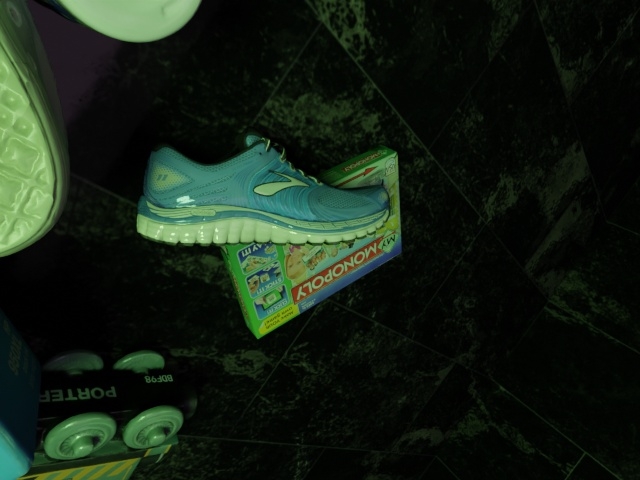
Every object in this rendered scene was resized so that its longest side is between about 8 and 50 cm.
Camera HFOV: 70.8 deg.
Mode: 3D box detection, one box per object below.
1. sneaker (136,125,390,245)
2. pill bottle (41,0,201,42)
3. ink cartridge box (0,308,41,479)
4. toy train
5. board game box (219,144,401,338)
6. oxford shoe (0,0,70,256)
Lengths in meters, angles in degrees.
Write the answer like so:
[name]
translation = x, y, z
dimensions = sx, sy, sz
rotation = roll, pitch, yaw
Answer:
[sneaker]
translation = -0.053, -0.068, 0.567
dimensions = 0.329, 0.129, 0.147
rotation = 0, 94, -26
[pill bottle]
translation = -0.176, -0.225, 0.353
dimensions = 0.112, 0.186, 0.112
rotation = -21, 127, -30
[ink cartridge box]
translation = -0.418, 0.040, 0.271
dimensions = 0.285, 0.166, 0.395
rotation = -26, 118, -19
[toy train]
translation = -0.329, 0.242, 0.570
dimensions = 0.333, 0.142, 0.190
rotation = 13, 119, -45
[board game box]
translation = 0.000, 0.000, 0.742
dimensions = 0.317, 0.046, 0.214
rotation = -29, 130, -23
[oxford shoe]
translation = -0.277, -0.205, 0.270
dimensions = 0.169, 0.130, 0.450
rotation = -18, 110, -18
